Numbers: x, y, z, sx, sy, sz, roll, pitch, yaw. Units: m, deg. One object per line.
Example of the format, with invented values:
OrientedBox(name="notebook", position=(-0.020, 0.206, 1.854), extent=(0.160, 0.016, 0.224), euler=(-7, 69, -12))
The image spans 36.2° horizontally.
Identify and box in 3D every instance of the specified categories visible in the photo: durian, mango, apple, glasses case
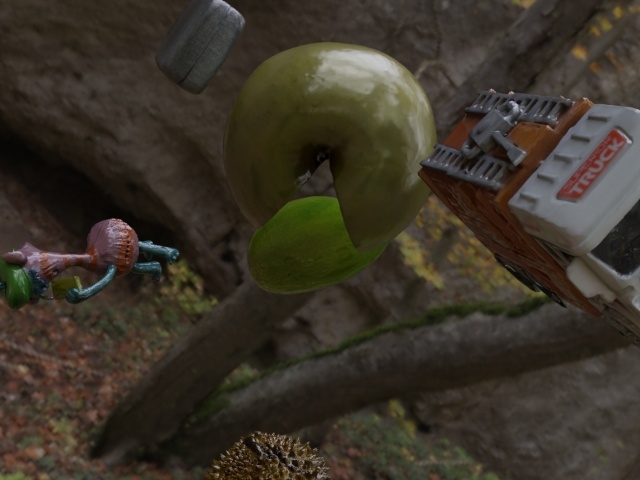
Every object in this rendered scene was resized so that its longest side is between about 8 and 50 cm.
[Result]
OrientedBox(name="durian", position=(-0.056, 0.286, 1.053), extent=(0.137, 0.158, 0.168), euler=(-9, 97, -63))
OrientedBox(name="mango", position=(0.000, 0.000, 1.880), extent=(0.343, 0.192, 0.156), euler=(-14, -34, 37))
OrientedBox(name="apple", position=(0.016, -0.123, 1.315), extent=(0.292, 0.292, 0.254), euler=(50, 18, -9))
OrientedBox(name="glasses case", position=(-0.182, -0.292, 1.442), extent=(0.074, 0.131, 0.323), euler=(35, 5, -17))

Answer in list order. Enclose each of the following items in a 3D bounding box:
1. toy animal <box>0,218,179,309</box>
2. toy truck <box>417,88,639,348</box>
OrientedBox(name="toy animal", position=(-0.267, 0.033, 1.138), extent=(0.103, 0.208, 0.100), euler=(50, -48, 35))
OrientedBox(name="toy truck", position=(0.245, -0.042, 0.956), extent=(0.207, 0.173, 0.387), euler=(40, 0, -16))
